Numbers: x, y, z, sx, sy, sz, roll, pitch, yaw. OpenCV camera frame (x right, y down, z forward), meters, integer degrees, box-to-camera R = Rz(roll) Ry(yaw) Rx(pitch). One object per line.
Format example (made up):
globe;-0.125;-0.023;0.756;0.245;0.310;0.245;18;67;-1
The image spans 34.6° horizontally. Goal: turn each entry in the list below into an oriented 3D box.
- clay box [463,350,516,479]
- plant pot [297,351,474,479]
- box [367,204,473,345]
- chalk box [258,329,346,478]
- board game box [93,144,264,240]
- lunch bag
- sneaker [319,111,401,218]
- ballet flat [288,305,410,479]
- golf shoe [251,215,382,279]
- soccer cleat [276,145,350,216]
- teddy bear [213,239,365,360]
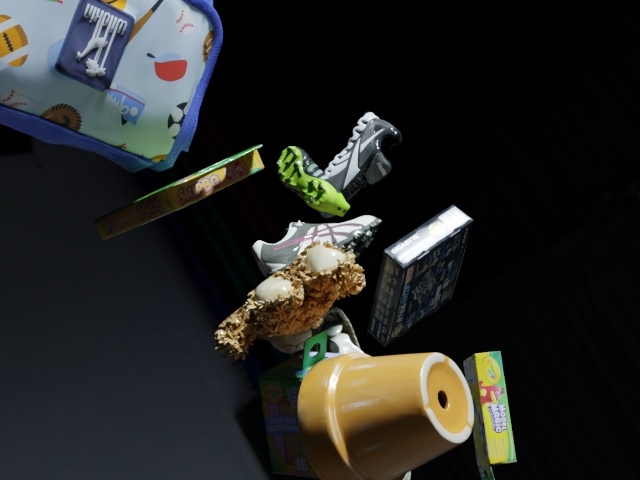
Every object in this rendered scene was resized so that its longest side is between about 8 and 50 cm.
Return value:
clay box;0.300;0.315;1.820;0.053;0.222;0.127;-7;-12;-3
plant pot;0.103;0.243;1.446;0.188;0.205;0.205;-24;0;34
box;0.171;0.063;1.778;0.175;0.051;0.220;-32;-31;-30
chalk box;-0.005;0.250;1.618;0.132;0.213;0.132;-2;10;35
board game box;-0.169;-0.056;1.222;0.124;0.039;0.259;-29;5;-32
lunch bag;-0.293;-0.291;1.174;0.239;0.385;0.328;-24;-31;39
sneaker;0.080;-0.139;1.991;0.234;0.106;0.078;-59;-34;-12
ballet flat;0.073;0.350;2.004;0.164;0.482;0.182;-18;-7;-32
golf shoe;0.000;0.000;1.907;0.273;0.120;0.105;-28;-23;-36
soccer cleat;-0.014;-0.090;1.618;0.072;0.179;0.060;29;-75;-38
teddy bear;-0.041;0.103;1.573;0.245;0.113;0.338;-35;-6;-34
